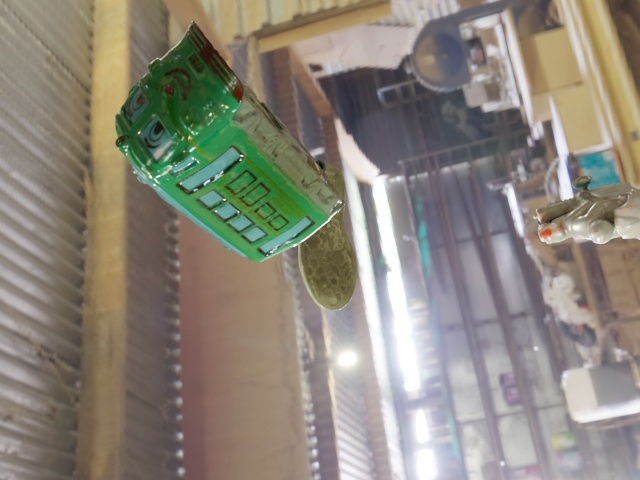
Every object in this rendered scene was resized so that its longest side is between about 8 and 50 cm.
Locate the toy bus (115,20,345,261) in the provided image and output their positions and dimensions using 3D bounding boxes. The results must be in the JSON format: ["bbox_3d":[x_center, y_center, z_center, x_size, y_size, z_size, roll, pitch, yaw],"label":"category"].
[{"bbox_3d":[-0.131,-0.116,1.164,0.184,0.199,0.343,55,-174,36],"label":"toy bus"}]

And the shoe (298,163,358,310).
[{"bbox_3d":[0.000,0.000,1.801,0.159,0.124,0.317,143,126,-74],"label":"shoe"}]

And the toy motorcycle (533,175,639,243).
[{"bbox_3d":[0.520,-0.046,1.514,0.171,0.260,0.110,-49,-59,-55],"label":"toy motorcycle"}]
